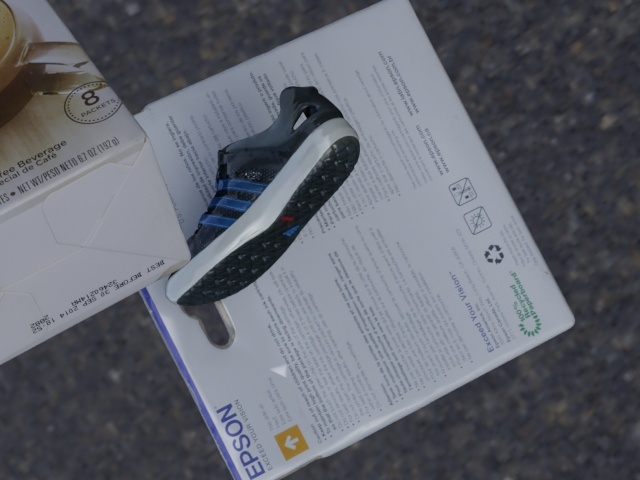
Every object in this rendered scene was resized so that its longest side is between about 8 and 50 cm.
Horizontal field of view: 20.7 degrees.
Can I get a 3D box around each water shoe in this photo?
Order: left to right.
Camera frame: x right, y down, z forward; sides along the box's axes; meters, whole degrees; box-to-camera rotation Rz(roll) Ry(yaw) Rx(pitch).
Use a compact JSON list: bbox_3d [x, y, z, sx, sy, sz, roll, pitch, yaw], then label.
[{"bbox_3d":[-0.053,-0.033,1.355,0.203,0.073,0.080,-44,63,18],"label":"water shoe"}]

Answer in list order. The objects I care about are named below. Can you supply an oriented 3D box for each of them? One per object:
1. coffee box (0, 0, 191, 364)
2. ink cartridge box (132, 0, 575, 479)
[{"bbox_3d":[-0.227,-0.075,1.073,0.297,0.168,0.119,51,164,38],"label":"coffee box"},{"bbox_3d":[0.000,0.000,1.471,0.324,0.330,0.071,63,164,3],"label":"ink cartridge box"}]
